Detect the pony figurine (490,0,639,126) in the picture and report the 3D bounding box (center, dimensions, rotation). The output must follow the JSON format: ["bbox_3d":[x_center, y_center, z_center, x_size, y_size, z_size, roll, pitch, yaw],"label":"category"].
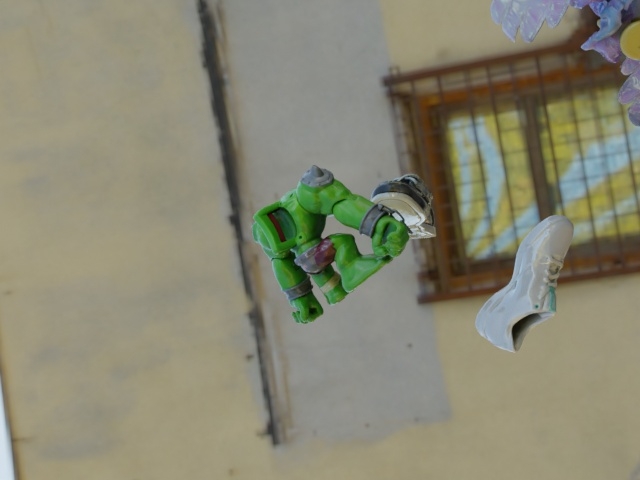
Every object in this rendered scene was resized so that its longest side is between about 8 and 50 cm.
[{"bbox_3d":[0.397,-0.332,1.511,0.351,0.303,0.363,-58,-2,23],"label":"pony figurine"}]

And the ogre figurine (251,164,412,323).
[{"bbox_3d":[0.000,0.000,1.182,0.118,0.097,0.197,51,161,1],"label":"ogre figurine"}]

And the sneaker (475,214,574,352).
[{"bbox_3d":[0.316,0.067,1.758,0.080,0.212,0.094,27,-173,-36],"label":"sneaker"}]

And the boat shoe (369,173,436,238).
[{"bbox_3d":[0.109,-0.055,1.653,0.233,0.084,0.079,33,-122,-74],"label":"boat shoe"}]
